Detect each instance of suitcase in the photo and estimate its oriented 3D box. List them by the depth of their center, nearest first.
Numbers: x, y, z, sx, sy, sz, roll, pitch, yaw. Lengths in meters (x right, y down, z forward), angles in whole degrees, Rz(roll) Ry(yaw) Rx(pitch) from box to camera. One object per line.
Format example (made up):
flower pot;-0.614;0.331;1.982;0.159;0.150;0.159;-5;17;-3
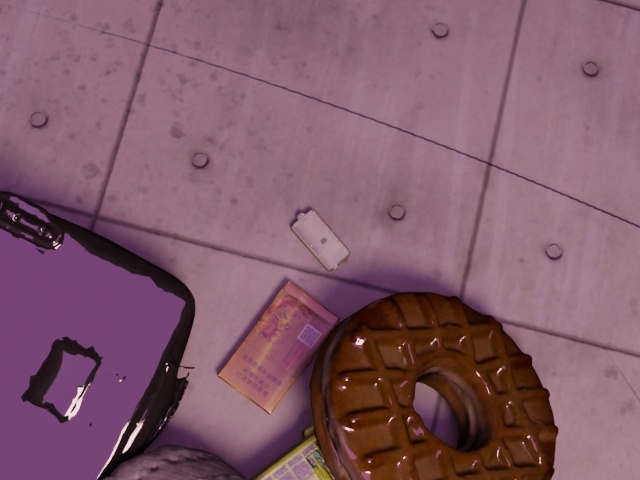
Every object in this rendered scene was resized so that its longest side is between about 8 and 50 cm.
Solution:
suitcase;-0.336;0.148;1.243;0.339;0.188;0.345;27;77;-1

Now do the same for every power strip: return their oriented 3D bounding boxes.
power strip;0.000;0.000;1.393;0.040;0.016;0.090;-40;83;-11

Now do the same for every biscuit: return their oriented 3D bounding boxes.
biscuit;0.139;0.211;1.256;0.332;0.103;0.332;16;55;-24

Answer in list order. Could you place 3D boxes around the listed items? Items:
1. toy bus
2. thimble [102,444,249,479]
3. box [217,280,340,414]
toy bus;0.004;0.281;1.296;0.175;0.088;0.101;-36;83;-11
thimble;-0.160;0.357;1.181;0.157;0.217;0.246;28;29;36
box;-0.053;0.139;1.355;0.089;0.022;0.156;35;77;1
